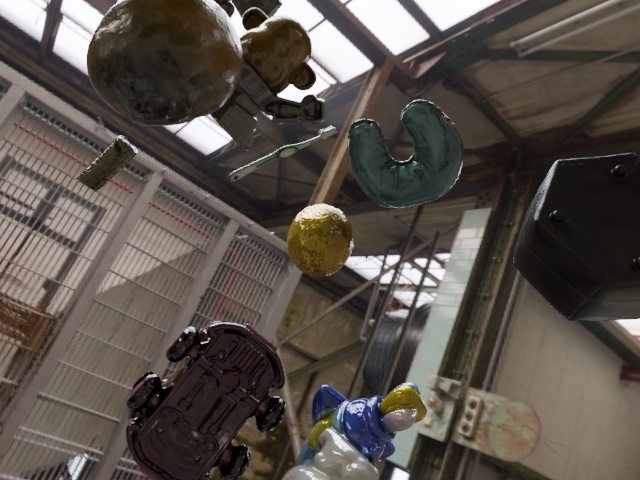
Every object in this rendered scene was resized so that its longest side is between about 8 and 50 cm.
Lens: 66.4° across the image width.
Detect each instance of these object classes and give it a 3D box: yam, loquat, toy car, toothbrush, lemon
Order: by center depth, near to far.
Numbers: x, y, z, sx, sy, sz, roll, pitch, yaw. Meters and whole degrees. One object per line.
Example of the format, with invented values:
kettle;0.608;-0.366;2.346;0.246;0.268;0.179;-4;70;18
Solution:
loquat;-0.210;-0.251;0.674;0.227;0.179;0.179;-43;-69;-46
toy car;-0.241;0.328;1.024;0.271;0.240;0.341;43;-104;-9
yam;-0.448;-0.161;1.032;0.132;0.054;0.054;-48;-67;-10
toothbrush;-0.093;-0.221;1.237;0.303;0.030;0.030;-28;-77;-12
lemon;0.000;0.000;1.473;0.204;0.204;0.260;33;-139;-28
yam;-0.215;-0.765;1.476;0.154;0.153;0.255;-50;-54;-25

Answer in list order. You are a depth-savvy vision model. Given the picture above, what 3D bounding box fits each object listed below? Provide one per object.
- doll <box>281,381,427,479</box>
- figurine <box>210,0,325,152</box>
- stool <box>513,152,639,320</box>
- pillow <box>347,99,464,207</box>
doll;0.038;0.425;0.895;0.366;0.375;0.187;-52;-55;-36
figurine;-0.141;-0.371;1.074;0.285;0.167;0.342;-45;-61;3
stool;0.400;-0.006;0.690;0.232;0.232;0.141;-55;-23;-23
pillow;0.180;-0.174;1.023;0.086;0.233;0.214;-63;-47;-66
